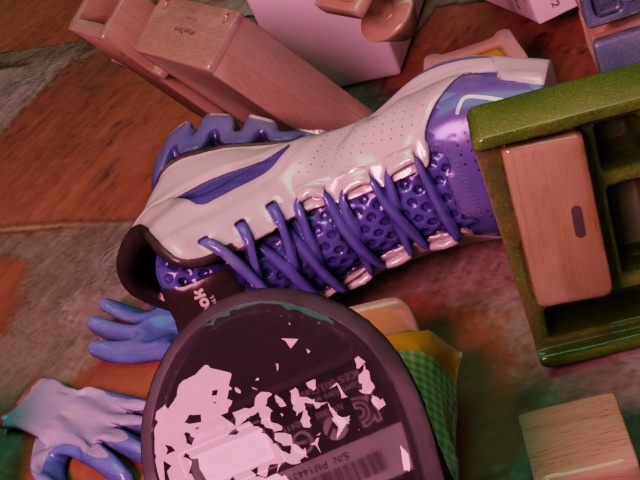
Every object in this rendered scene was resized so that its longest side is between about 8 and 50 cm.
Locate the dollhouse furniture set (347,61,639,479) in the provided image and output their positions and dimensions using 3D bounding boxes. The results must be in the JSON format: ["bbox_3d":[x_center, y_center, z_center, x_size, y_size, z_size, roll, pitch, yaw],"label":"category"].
[{"bbox_3d":[0.046,0.057,0.635,0.302,0.151,0.197,-15,33,8],"label":"dollhouse furniture set"}]

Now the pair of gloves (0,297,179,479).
[{"bbox_3d":[-0.126,0.089,0.856,0.159,0.023,0.198,9,45,43],"label":"pair of gloves"}]

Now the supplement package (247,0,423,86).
[{"bbox_3d":[0.022,-0.223,1.129,0.105,0.105,0.179,-10,34,23],"label":"supplement package"}]

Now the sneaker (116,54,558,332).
[{"bbox_3d":[-0.001,0.000,0.797,0.316,0.127,0.182,-8,33,30],"label":"sneaker"}]

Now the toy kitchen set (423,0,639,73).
[{"bbox_3d":[0.131,-0.176,0.885,0.166,0.207,0.122,-17,32,10],"label":"toy kitchen set"}]

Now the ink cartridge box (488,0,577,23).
[{"bbox_3d":[0.164,-0.237,1.024,0.062,0.104,0.181,-26,21,-3],"label":"ink cartridge box"}]

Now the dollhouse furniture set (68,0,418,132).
[{"bbox_3d":[0.022,-0.249,0.973,0.303,0.174,0.355,21,81,49],"label":"dollhouse furniture set"}]

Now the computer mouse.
[{"bbox_3d":[0.007,0.153,0.530,0.189,0.072,0.272,-19,76,7],"label":"computer mouse"}]
